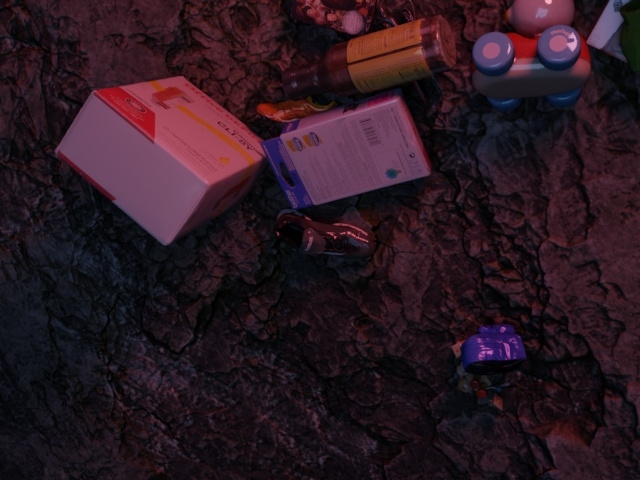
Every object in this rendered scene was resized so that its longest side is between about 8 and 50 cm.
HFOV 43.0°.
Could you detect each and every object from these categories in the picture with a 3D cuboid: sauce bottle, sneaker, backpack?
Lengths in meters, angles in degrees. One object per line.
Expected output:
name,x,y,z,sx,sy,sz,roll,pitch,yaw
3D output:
sauce bottle,0.087,-0.342,1.572,0.344,0.111,0.111,-7,105,28
sneaker,0.000,0.000,1.750,0.234,0.106,0.078,18,113,12
backpack,0.353,0.231,1.703,0.120,0.101,0.098,-6,150,-7
sneaker,-0.047,-0.278,1.705,0.175,0.064,0.067,4,105,5

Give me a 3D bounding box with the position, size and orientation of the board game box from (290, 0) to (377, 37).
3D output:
board game box,0.042,-0.536,1.583,0.165,0.042,0.243,21,113,21

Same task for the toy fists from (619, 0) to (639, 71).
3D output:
toy fists,0.651,-0.386,1.397,0.279,0.096,0.142,-25,112,6

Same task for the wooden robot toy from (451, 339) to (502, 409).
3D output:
wooden robot toy,0.323,0.306,1.770,0.079,0.076,0.173,-31,96,35

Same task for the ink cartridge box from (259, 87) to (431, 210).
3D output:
ink cartridge box,0.050,-0.181,1.672,0.311,0.065,0.186,-15,122,19

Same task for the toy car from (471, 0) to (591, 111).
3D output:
toy car,0.381,-0.386,1.483,0.210,0.219,0.238,-2,78,19

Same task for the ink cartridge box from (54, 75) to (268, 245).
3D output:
ink cartridge box,-0.292,-0.178,1.636,0.279,0.384,0.160,39,111,3

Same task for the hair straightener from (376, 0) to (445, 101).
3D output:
hair straightener,0.188,-0.394,1.602,0.089,0.047,0.230,-28,93,23

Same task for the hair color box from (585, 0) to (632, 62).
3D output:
hair color box,0.561,-0.415,1.465,0.093,0.053,0.167,27,114,6
